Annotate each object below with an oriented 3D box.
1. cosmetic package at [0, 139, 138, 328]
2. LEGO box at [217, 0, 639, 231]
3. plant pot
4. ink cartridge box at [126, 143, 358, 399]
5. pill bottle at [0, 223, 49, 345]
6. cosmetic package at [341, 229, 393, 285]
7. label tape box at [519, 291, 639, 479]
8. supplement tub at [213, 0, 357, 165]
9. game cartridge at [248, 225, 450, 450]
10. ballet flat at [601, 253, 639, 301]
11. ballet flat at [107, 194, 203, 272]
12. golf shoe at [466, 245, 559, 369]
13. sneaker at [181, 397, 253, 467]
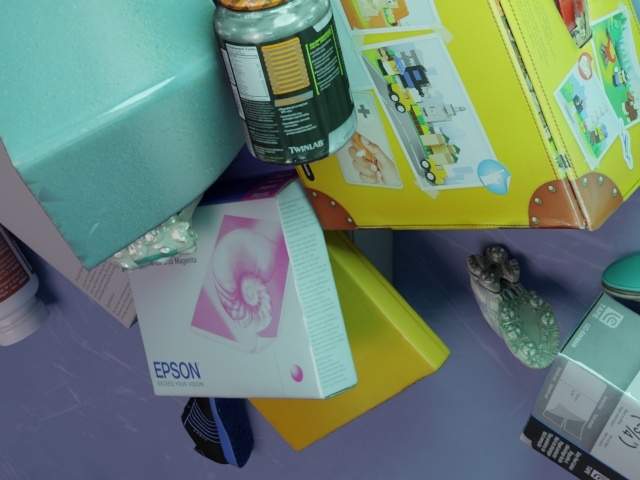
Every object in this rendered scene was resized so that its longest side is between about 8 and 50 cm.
[{"bbox_3d":[-0.328,-0.081,2.175,0.365,0.155,0.197,41,139,5],"label":"cosmetic package"},{"bbox_3d":[0.091,-0.263,1.631,0.372,0.193,0.500,1,124,45],"label":"LEGO box"},{"bbox_3d":[-0.209,-0.167,1.692,0.248,0.252,0.247,62,178,28],"label":"plant pot"},{"bbox_3d":[-0.118,0.025,1.911,0.324,0.071,0.330,-6,100,49],"label":"ink cartridge box"},{"bbox_3d":[-0.507,0.048,2.454,0.121,0.121,0.216,-12,115,44],"label":"pill bottle"},{"bbox_3d":[0.000,0.000,2.010,0.160,0.113,0.309,20,135,25],"label":"cosmetic package"},{"bbox_3d":[0.411,0.235,1.842,0.334,0.106,0.240,33,152,14],"label":"label tape box"},{"bbox_3d":[-0.036,-0.178,1.575,0.117,0.117,0.190,11,130,33],"label":"supplement tub"},{"bbox_3d":[-0.029,0.101,2.000,0.285,0.052,0.324,48,138,-5],"label":"game cartridge"},{"bbox_3d":[0.403,0.047,1.754,0.213,0.072,0.068,-13,123,45],"label":"ballet flat"},{"bbox_3d":[-0.179,-0.158,1.889,0.147,0.409,0.147,2,163,1],"label":"ballet flat"},{"bbox_3d":[0.229,0.091,1.902,0.086,0.069,0.176,87,163,-52],"label":"golf shoe"},{"bbox_3d":[-0.165,0.242,2.371,0.090,0.081,0.232,10,131,24],"label":"sneaker"}]
